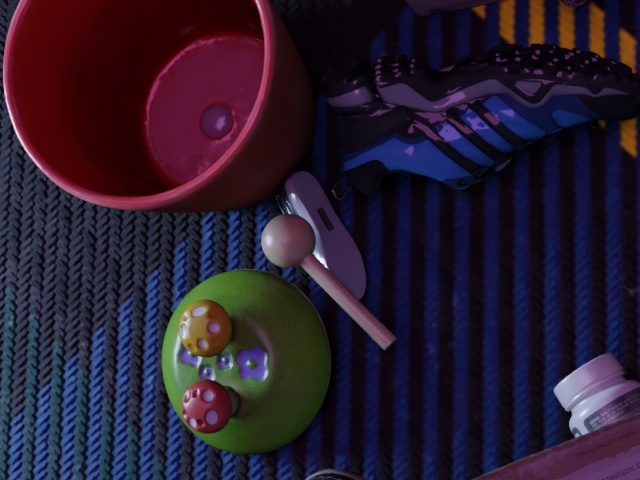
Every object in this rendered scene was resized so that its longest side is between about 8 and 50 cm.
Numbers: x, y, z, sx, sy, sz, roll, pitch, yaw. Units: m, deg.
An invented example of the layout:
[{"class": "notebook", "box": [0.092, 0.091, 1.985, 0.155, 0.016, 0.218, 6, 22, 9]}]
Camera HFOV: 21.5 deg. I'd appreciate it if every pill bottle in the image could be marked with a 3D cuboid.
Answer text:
[{"class": "pill bottle", "box": [0.275, 0.176, 1.523, 0.078, 0.078, 0.137, -34, 72, 10]}]

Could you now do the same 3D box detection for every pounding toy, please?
[{"class": "pounding toy", "box": [-0.075, 0.102, 1.607, 0.237, 0.110, 0.183, -42, 73, 20]}]

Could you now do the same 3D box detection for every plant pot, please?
[{"class": "plant pot", "box": [-0.132, -0.143, 1.623, 0.275, 0.243, 0.275, -3, 79, 17]}]

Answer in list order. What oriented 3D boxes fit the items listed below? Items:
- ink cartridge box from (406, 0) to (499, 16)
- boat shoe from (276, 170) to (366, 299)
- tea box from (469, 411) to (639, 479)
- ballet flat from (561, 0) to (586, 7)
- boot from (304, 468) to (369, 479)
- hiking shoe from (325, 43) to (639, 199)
[{"class": "ink cartridge box", "box": [0.098, -0.356, 1.560, 0.122, 0.289, 0.211, -10, 77, 16]}, {"class": "boat shoe", "box": [0.000, 0.000, 1.664, 0.040, 0.049, 0.142, -35, 76, 46]}, {"class": "tea box", "box": [0.198, 0.298, 1.328, 0.323, 0.329, 0.220, -46, 65, 48]}, {"class": "ballet flat", "box": [0.233, -0.283, 1.637, 0.041, 0.041, 0.114, -15, 76, 15]}, {"class": "boot", "box": [-0.040, 0.388, 1.476, 0.138, 0.284, 0.377, 12, 85, 19]}, {"class": "hiking shoe", "box": [0.159, -0.113, 1.614, 0.304, 0.113, 0.132, -2, 110, 11]}]
